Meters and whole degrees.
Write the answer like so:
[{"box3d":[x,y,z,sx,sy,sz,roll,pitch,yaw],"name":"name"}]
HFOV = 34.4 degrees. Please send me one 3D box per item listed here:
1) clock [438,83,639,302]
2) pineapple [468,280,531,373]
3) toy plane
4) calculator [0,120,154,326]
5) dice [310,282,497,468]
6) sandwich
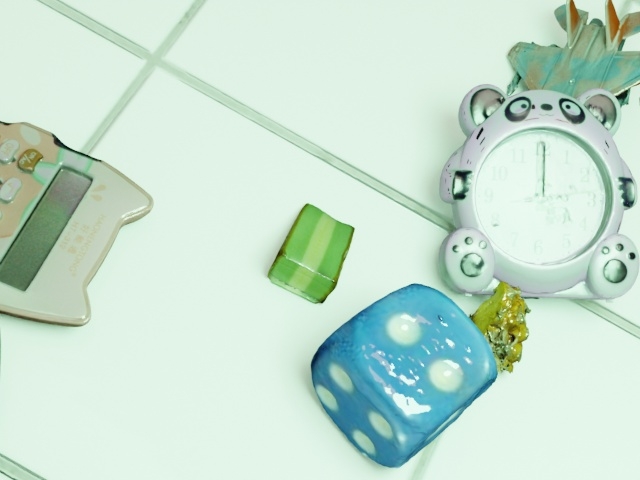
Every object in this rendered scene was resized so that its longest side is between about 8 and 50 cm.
[{"box3d":[0.251,-0.054,1.199,0.227,0.090,0.248,2,85,-1],"name":"clock"},{"box3d":[0.186,0.109,1.131,0.077,0.114,0.114,8,30,17],"name":"pineapple"},{"box3d":[0.315,-0.166,1.306,0.222,0.104,0.326,12,74,36],"name":"toy plane"},{"box3d":[-0.361,-0.038,1.105,0.329,0.048,0.220,25,62,1],"name":"calculator"},{"box3d":[0.085,0.139,1.075,0.143,0.146,0.146,-31,75,-27],"name":"dice"},{"box3d":[0.000,0.000,1.161,0.074,0.074,0.116,26,61,-2],"name":"sandwich"}]
